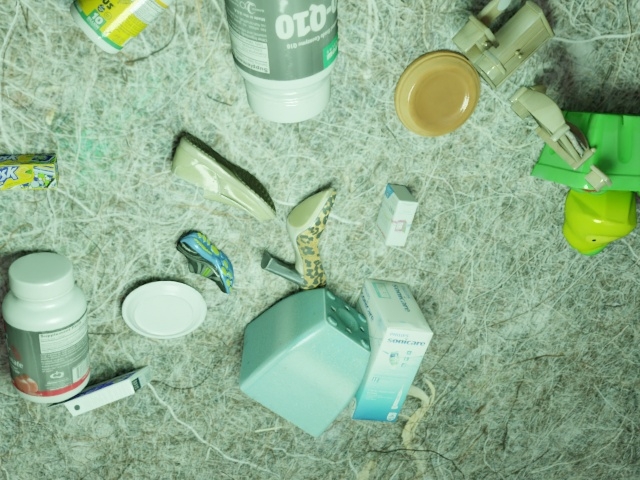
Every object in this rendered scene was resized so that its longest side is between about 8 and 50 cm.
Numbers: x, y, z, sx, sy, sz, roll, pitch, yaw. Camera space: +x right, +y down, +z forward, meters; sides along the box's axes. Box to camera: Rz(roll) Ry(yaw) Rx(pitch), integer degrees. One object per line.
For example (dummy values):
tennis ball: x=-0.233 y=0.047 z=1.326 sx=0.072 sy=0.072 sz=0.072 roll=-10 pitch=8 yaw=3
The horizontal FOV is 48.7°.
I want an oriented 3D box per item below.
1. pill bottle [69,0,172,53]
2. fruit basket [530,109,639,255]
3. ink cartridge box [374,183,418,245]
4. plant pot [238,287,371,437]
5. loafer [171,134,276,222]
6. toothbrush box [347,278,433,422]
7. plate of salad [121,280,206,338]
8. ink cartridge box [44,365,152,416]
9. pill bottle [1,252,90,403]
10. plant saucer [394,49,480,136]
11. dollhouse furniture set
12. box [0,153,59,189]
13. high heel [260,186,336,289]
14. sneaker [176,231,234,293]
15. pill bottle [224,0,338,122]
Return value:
pill bottle: x=-0.346 y=-0.452 z=1.297 sx=0.208 sy=0.117 sz=0.117 roll=-38 pitch=122 yaw=11
fruit basket: x=0.700 y=-0.119 z=1.682 sx=0.393 sy=0.283 sz=0.391 roll=-3 pitch=104 yaw=-13
ink cartridge box: x=0.178 y=-0.059 z=1.678 sx=0.052 sy=0.088 sz=0.122 roll=5 pitch=120 yaw=-19
plant pot: x=-0.015 y=0.266 z=1.704 sx=0.247 sy=0.247 sz=0.252 roll=38 pitch=113 yaw=-20
loafer: x=-0.213 y=-0.121 z=1.548 sx=0.269 sy=0.102 sz=0.092 roll=38 pitch=108 yaw=-20
toothbrush box: x=0.153 y=0.280 z=1.805 sx=0.126 sy=0.216 sz=0.295 roll=9 pitch=119 yaw=-18
plate of salad: x=-0.376 y=0.164 z=1.709 sx=0.200 sy=0.048 sz=0.199 roll=-6 pitch=132 yaw=-6
ink cartridge box: x=-0.530 y=0.369 z=1.715 sx=0.208 sy=0.206 sz=0.045 roll=-18 pitch=89 yaw=-1
pill bottle: x=-0.616 y=0.194 z=1.593 sx=0.177 sy=0.176 sz=0.318 roll=0 pitch=120 yaw=-13
plant saucer: x=0.264 y=-0.319 z=1.571 sx=0.200 sy=0.037 sz=0.199 roll=-6 pitch=122 yaw=-10
dollhouse furniture set: x=0.480 y=-0.309 z=1.425 sx=0.174 sy=0.355 sz=0.303 roll=-45 pitch=150 yaw=15
box: x=-0.631 y=-0.141 z=1.457 sx=0.169 sy=0.054 sz=0.059 roll=-3 pitch=122 yaw=-12
high heel: x=0.000 y=0.000 z=1.685 sx=0.186 sy=0.093 sz=0.261 roll=26 pitch=111 yaw=-36
sneaker: x=-0.268 y=0.055 z=1.667 sx=0.078 sy=0.067 sz=0.188 roll=-20 pitch=128 yaw=25
pill bottle: x=-0.069 y=-0.408 z=1.300 sx=0.204 sy=0.204 sz=0.361 roll=-11 pitch=141 yaw=-7
